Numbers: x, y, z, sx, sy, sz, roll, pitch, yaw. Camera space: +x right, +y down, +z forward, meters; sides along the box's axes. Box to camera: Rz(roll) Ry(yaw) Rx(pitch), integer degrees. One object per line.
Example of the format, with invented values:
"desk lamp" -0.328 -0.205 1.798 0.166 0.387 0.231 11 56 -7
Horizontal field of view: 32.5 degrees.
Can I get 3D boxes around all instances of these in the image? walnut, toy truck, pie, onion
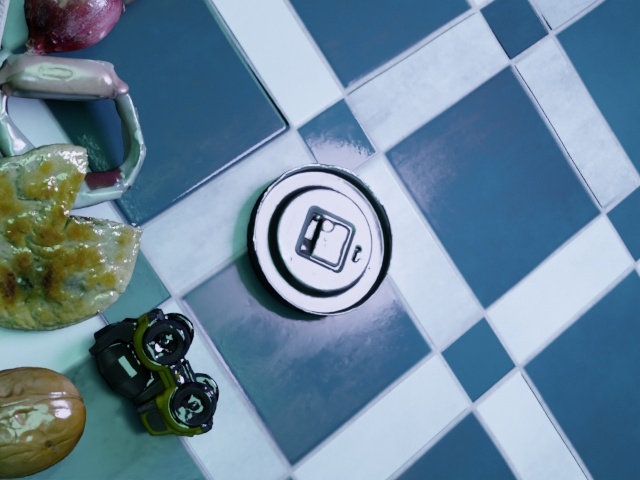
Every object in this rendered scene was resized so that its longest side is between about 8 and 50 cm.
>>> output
"walnut" -0.464 0.278 1.677 0.207 0.167 0.167 -13 87 -23
"toy truck" -0.268 0.225 1.795 0.165 0.147 0.224 -23 94 -2
"pie" -0.444 0.009 1.713 0.337 0.075 0.337 -12 118 -23
"onion" -0.425 -0.376 1.810 0.159 0.159 0.195 41 81 -13

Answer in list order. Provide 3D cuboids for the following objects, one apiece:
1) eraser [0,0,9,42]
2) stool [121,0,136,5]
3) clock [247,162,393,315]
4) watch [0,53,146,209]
"eraser" -0.565 -0.357 1.723 0.124 0.081 0.279 -6 65 19
"stool" -0.344 -0.467 1.892 0.110 0.096 0.096 41 68 -7
"clock" 0.000 0.000 1.986 0.281 0.055 0.280 4 79 -24
"watch" -0.416 -0.171 1.793 0.253 0.162 0.241 2 93 -21
